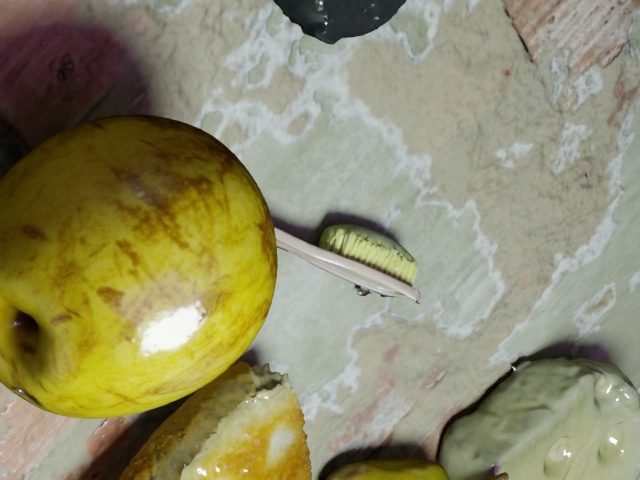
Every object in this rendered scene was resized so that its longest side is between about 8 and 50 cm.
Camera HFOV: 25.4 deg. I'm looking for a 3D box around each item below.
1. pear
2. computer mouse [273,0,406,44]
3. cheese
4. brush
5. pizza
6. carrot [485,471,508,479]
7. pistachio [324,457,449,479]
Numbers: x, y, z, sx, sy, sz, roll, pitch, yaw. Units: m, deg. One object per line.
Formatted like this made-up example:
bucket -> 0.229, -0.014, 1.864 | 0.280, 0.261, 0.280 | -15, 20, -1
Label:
pear -> -0.177, 0.027, 1.243 | 0.281, 0.281, 0.280 | -19, 124, -32
computer mouse -> 0.058, -0.343, 1.356 | 0.183, 0.116, 0.323 | 24, 102, -47
cheese -> 0.296, 0.299, 1.901 | 0.326, 0.115, 0.318 | 19, 99, -45
brush -> -0.001, -0.001, 1.534 | 0.313, 0.072, 0.067 | 23, 74, -42
pizza -> -0.123, 0.381, 1.582 | 0.440, 0.130, 0.406 | -55, 137, -18
carrot -> 0.147, 0.371, 1.792 | 0.257, 0.061, 0.061 | -39, 139, 21
pistachio -> 0.089, 0.317, 1.741 | 0.189, 0.110, 0.100 | 7, 77, -42
